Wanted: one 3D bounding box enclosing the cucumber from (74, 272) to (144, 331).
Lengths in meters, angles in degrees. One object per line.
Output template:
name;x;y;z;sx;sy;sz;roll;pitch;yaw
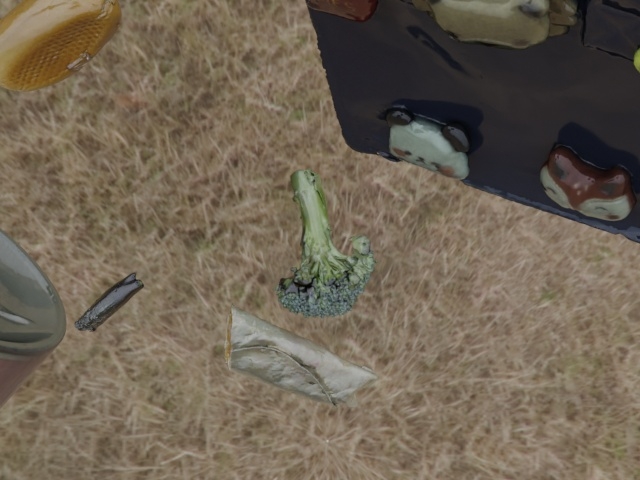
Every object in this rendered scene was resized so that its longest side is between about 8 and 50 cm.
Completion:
cucumber;-0.314;0.093;1.318;0.135;0.034;0.033;-41;73;27

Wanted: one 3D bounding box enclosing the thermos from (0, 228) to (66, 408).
thermos;-0.282;0.094;0.484;0.265;0.146;0.176;-47;48;9

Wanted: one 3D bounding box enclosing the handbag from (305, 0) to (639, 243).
handbag;0.140;-0.131;0.615;0.303;0.329;0.122;20;75;22

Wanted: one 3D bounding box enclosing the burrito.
burrito;-0.031;0.155;1.123;0.226;0.060;0.087;24;121;-20

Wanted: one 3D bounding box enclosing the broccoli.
broccoli;-0.002;0.000;1.100;0.118;0.122;0.204;-2;60;-11

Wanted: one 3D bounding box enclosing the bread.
bread;-0.315;-0.245;1.046;0.189;0.114;0.077;-32;59;21
